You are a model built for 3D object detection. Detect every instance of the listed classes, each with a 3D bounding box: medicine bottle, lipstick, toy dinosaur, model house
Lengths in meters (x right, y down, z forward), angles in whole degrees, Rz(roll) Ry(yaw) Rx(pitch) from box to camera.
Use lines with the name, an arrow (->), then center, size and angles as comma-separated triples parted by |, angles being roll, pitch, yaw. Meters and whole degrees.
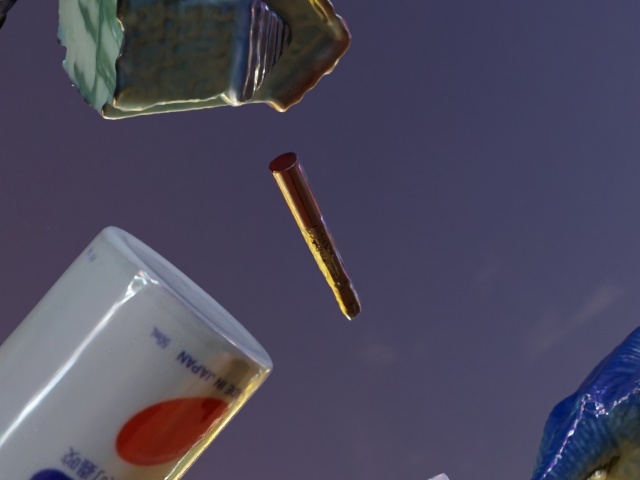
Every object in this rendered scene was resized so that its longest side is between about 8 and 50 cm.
medicine bottle -> -0.184, 0.158, 0.624 | 0.341, 0.130, 0.130 | -48, -46, -1
lipstick -> 0.000, 0.000, 0.943 | 0.027, 0.027, 0.176 | -38, -53, -15
toy dinosaur -> 0.160, 0.065, 0.601 | 0.248, 0.075, 0.188 | -4, -89, -35
model house -> -0.084, -0.258, 1.110 | 0.329, 0.295, 0.251 | 0, -67, -26

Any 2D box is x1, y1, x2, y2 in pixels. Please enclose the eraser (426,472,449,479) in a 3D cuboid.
eraser -> 0.130, 0.277, 1.109 | 0.029, 0.052, 0.122 | -25, -28, -1

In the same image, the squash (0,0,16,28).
squash -> -0.242, -0.171, 0.523 | 0.172, 0.218, 0.218 | -55, -32, -51
